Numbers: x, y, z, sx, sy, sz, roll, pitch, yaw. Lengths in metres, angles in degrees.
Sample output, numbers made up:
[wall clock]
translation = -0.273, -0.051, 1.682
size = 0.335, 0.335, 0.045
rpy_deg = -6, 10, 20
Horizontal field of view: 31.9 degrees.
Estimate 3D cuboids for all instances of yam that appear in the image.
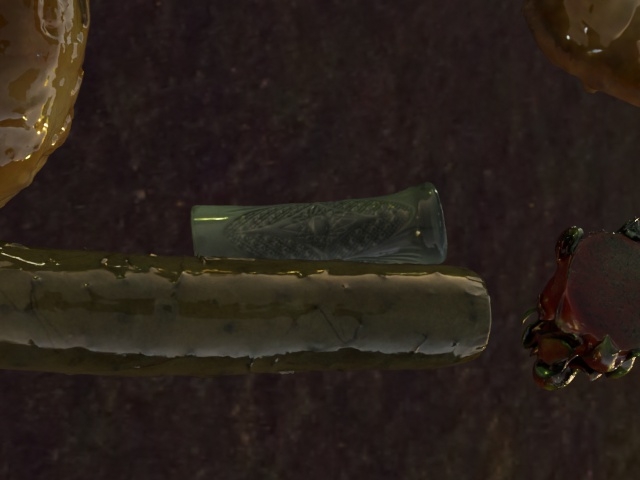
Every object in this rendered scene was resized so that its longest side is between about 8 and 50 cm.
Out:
[yam]
translation = -0.084, 0.040, 0.641
size = 0.371, 0.083, 0.083
rpy_deg = 4, 81, -14

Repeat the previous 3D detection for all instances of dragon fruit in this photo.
[dragon fruit]
translation = 0.249, 0.067, 1.058
size = 0.138, 0.175, 0.142
rpy_deg = 50, 32, 13

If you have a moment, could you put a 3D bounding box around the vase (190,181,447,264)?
[vase]
translation = 0.000, 0.000, 0.999
size = 0.096, 0.219, 0.096
rpy_deg = -9, 90, -89

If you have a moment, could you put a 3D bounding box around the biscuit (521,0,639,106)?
[biscuit]
translation = 0.405, -0.324, 1.114
size = 0.446, 0.429, 0.104
rpy_deg = -54, 161, -1

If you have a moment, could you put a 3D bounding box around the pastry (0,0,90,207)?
[pastry]
translation = -0.412, -0.205, 1.082
size = 0.245, 0.409, 0.409
rpy_deg = -8, 92, -56
